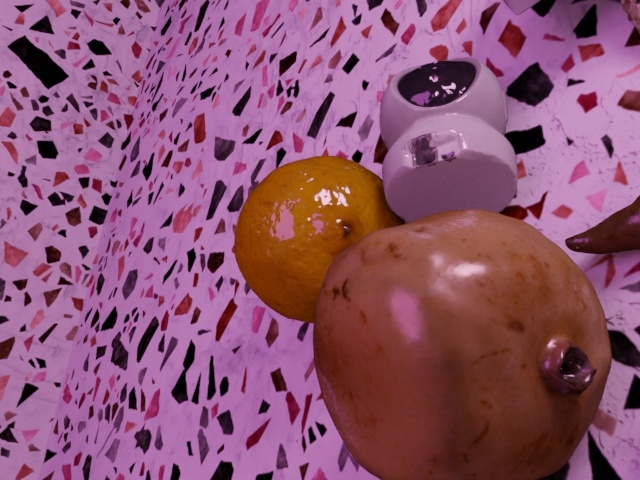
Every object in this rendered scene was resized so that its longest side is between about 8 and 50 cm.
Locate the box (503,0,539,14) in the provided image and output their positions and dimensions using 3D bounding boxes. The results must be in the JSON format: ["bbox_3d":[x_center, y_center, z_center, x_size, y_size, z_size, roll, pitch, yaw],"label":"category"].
[{"bbox_3d":[0.370,-0.448,0.875,0.299,0.106,0.200,-31,14,38],"label":"box"}]

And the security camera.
[{"bbox_3d":[0.183,-0.159,0.975,0.195,0.195,0.236,-30,45,41],"label":"security camera"}]

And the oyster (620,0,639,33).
[{"bbox_3d":[0.417,-0.297,0.839,0.106,0.061,0.200,-54,45,19],"label":"oyster"}]

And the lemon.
[{"bbox_3d":[0.000,0.000,1.051,0.293,0.293,0.292,-29,50,41],"label":"lemon"}]

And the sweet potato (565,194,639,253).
[{"bbox_3d":[0.400,-0.045,0.731,0.274,0.067,0.067,-31,49,37],"label":"sweet potato"}]

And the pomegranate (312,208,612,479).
[{"bbox_3d":[0.152,0.126,0.750,0.333,0.333,0.332,-29,50,41],"label":"pomegranate"}]
